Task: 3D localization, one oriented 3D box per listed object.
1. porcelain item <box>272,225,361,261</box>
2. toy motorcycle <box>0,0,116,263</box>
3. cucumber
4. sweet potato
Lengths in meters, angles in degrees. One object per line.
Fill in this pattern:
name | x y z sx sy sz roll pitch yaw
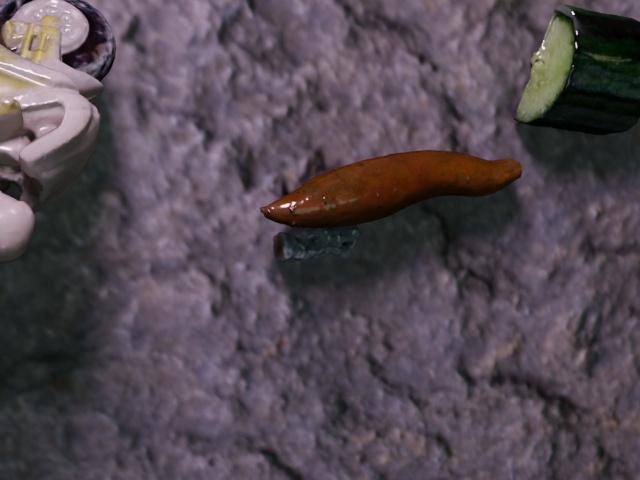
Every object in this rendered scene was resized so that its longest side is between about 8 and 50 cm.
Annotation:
porcelain item | 0.000 0.000 1.157 0.083 0.028 0.036 -7 126 -27
toy motorcycle | -0.281 -0.068 0.889 0.341 0.223 0.108 -14 151 -25
cucumber | 0.251 -0.154 1.219 0.115 0.062 0.116 5 105 -33
sweet potato | 0.067 -0.050 1.160 0.265 0.057 0.057 -14 112 -26
